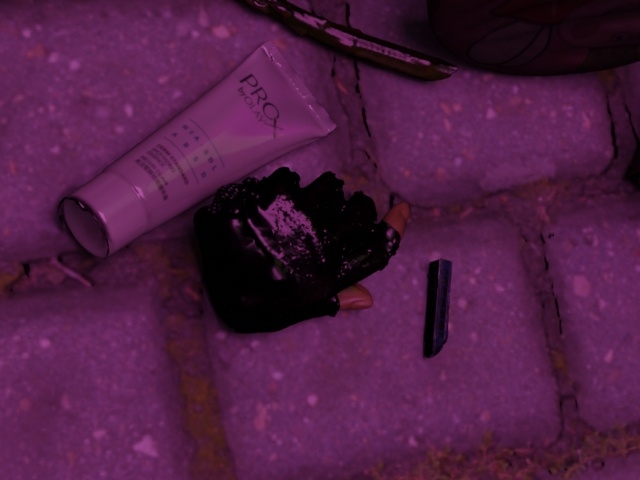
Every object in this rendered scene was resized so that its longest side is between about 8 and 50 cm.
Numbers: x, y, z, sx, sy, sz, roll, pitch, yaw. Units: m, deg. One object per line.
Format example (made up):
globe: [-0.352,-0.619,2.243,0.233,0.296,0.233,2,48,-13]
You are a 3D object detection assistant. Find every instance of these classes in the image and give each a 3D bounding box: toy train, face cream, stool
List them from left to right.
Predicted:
face cream: [-0.097,-0.067,1.409,0.244,0.058,0.092,-37,92,-32]
toy train: [0.098,0.058,1.484,0.017,0.017,0.083,12,74,-28]
stool: [0.212,-0.269,1.483,0.272,0.272,0.178,1,66,-23]

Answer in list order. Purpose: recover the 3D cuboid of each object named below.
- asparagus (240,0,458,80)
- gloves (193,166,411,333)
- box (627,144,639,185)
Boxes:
asparagus: [0.006,-0.179,1.489,0.236,0.027,0.034,22,66,-17]
gloves: [0.000,-0.002,1.405,0.181,0.106,0.129,-21,85,-22]
box: [0.430,-0.068,1.562,0.252,0.188,0.153,33,68,-16]
